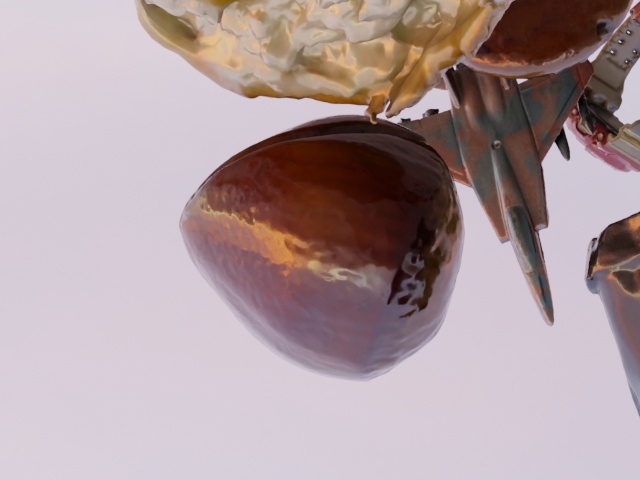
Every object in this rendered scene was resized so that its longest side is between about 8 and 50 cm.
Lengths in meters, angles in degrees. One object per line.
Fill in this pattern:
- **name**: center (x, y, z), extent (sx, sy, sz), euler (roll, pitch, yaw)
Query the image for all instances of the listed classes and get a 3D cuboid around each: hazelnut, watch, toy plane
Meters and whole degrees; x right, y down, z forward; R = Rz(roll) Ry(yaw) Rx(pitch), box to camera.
- **hazelnut**: center (0.000, 0.000, 1.372), extent (0.208, 0.208, 0.208), euler (6, -155, -3)
- **watch**: center (0.367, -0.199, 1.987), extent (0.102, 0.268, 0.165), euler (28, -171, -28)
- **toy plane**: center (0.185, -0.064, 1.844), extent (0.223, 0.326, 0.104), euler (-20, 163, 14)

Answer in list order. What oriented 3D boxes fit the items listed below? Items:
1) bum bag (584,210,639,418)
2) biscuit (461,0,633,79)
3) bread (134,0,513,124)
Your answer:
- **bum bag**: center (0.273, 0.097, 1.317), extent (0.142, 0.326, 0.080), euler (-8, -161, 17)
- **biscuit**: center (0.197, -0.250, 1.791), extent (0.212, 0.212, 0.036), euler (22, 169, 27)
- **bread**: center (0.077, -0.280, 1.281), extent (0.250, 0.361, 0.394), euler (47, -123, -9)
